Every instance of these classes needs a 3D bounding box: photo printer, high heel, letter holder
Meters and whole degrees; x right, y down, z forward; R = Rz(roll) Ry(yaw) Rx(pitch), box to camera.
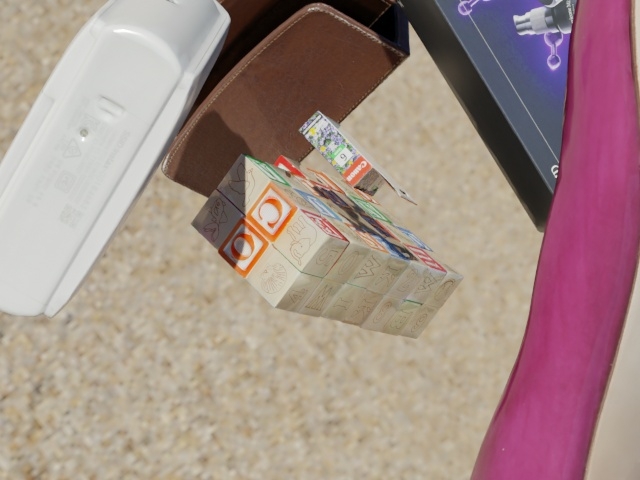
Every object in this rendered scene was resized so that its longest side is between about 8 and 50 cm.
[{"bbox_3d":[-0.179,-0.095,1.337,0.107,0.256,0.307,31,17,-7],"label":"photo printer"},{"bbox_3d":[0.111,0.012,0.724,0.127,0.181,0.377,16,70,-40],"label":"high heel"},{"bbox_3d":[-0.081,-0.201,1.686,0.214,0.302,0.152,25,43,-26],"label":"letter holder"}]

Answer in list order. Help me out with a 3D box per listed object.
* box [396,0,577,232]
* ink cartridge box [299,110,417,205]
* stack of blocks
[{"bbox_3d":[0.214,-0.161,1.411,0.261,0.184,0.103,57,-8,-11],"label":"box"},{"bbox_3d":[0.035,-0.067,1.469,0.115,0.029,0.063,47,9,18],"label":"ink cartridge box"},{"bbox_3d":[0.000,0.000,1.596,0.171,0.087,0.297,42,13,28],"label":"stack of blocks"}]
